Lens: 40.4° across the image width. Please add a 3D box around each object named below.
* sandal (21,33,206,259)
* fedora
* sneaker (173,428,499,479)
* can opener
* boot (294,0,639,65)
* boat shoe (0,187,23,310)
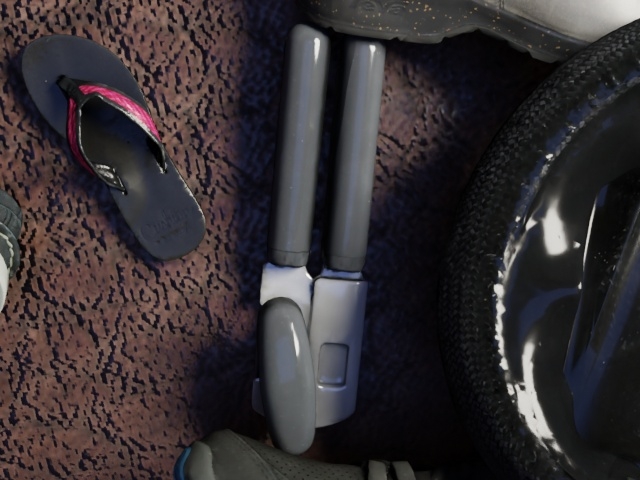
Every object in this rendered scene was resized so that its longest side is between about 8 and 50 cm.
[{"bbox_3d":[-0.138,-0.067,0.594,0.067,0.040,0.179,-34,95,-1],"label":"sandal"},{"bbox_3d":[0.236,0.029,0.519,0.334,0.152,0.334,-4,79,20],"label":"fedora"},{"bbox_3d":[0.074,0.183,0.553,0.340,0.125,0.140,26,74,-8],"label":"sneaker"},{"bbox_3d":[0.000,0.000,0.579,0.075,0.095,0.284,4,100,-4],"label":"can opener"},{"bbox_3d":[0.151,-0.225,0.517,0.338,0.118,0.223,4,125,-5],"label":"boot"},{"bbox_3d":[-0.347,0.014,0.565,0.302,0.091,0.114,1,126,-5],"label":"boat shoe"}]
